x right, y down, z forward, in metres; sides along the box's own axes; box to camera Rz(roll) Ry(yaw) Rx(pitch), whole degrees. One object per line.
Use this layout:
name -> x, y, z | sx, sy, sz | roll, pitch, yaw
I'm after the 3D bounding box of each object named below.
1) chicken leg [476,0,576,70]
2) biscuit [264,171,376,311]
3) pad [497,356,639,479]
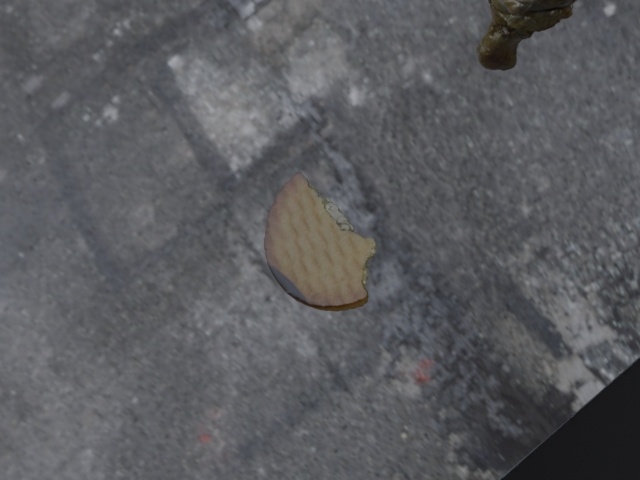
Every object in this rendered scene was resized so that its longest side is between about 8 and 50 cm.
chicken leg -> 0.198, -0.230, 1.251 | 0.085, 0.198, 0.069 | 4, 68, -10
biscuit -> 0.000, 0.000, 1.806 | 0.176, 0.031, 0.228 | -12, 63, 19
pad -> 0.275, 0.192, 1.160 | 0.245, 0.170, 0.006 | -38, 41, -13
